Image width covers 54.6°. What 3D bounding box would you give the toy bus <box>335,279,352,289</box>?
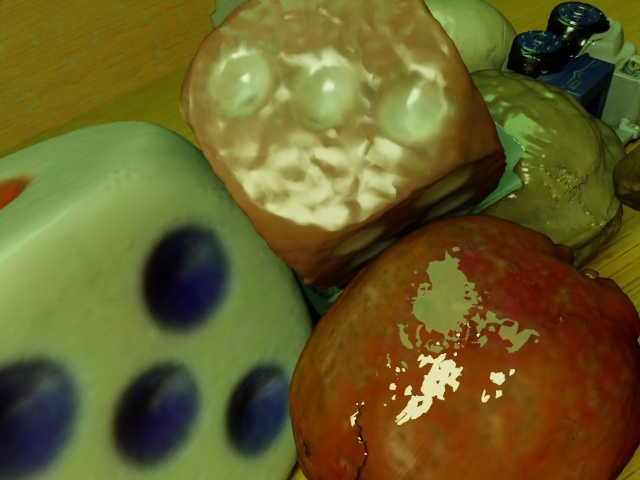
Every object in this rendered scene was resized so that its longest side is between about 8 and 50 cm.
[{"bbox_3d":[0.000,0.000,0.733,0.265,0.121,0.120,-29,21,-9],"label":"toy bus"}]

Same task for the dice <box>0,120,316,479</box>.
[{"bbox_3d":[-0.201,0.105,0.492,0.277,0.304,0.304,5,39,41],"label":"dice"}]

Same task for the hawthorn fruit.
[{"bbox_3d":[0.073,0.114,0.404,0.299,0.211,0.211,-41,33,-12],"label":"hawthorn fruit"}]

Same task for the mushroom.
[{"bbox_3d":[0.168,-0.210,0.895,0.254,0.234,0.260,-4,-14,2],"label":"mushroom"}]

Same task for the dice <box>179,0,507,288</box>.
[{"bbox_3d":[0.018,-0.075,0.457,0.174,0.179,0.175,-30,-11,6],"label":"dice"}]

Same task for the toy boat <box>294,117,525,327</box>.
[{"bbox_3d":[0.052,-0.007,0.565,0.291,0.220,0.067,-37,-13,29],"label":"toy boat"}]

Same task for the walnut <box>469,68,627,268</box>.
[{"bbox_3d":[0.194,-0.069,0.626,0.198,0.198,0.245,-27,37,-8],"label":"walnut"}]

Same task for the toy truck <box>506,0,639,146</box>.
[{"bbox_3d":[0.339,-0.191,0.801,0.177,0.161,0.213,32,57,33],"label":"toy truck"}]

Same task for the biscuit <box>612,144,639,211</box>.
[{"bbox_3d":[0.376,-0.058,0.457,0.273,0.049,0.257,-1,-14,-4],"label":"biscuit"}]
